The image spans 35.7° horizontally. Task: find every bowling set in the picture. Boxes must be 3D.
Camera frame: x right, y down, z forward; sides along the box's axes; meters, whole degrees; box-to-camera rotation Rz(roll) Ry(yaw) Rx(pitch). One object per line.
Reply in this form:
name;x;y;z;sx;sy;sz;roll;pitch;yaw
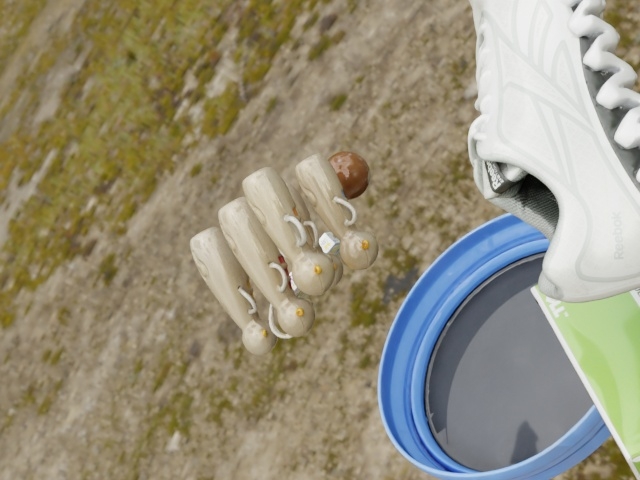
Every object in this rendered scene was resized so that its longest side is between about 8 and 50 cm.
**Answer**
bowling set;0.000;0.000;1.031;0.200;0.154;0.287;-28;-3;-22

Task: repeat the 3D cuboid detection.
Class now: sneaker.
sneaker;0.142;-0.093;0.647;0.118;0.110;0.292;-24;65;3

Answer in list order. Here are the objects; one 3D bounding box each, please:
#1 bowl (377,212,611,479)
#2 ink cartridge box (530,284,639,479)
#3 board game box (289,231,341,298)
bowl;0.248;0.136;1.276;0.391;0.077;0.391;-32;37;28
ink cartridge box;0.238;0.077;0.774;0.097;0.255;0.189;-31;43;11
board game box;-0.009;0.045;1.685;0.154;0.026;0.103;-49;-15;21
